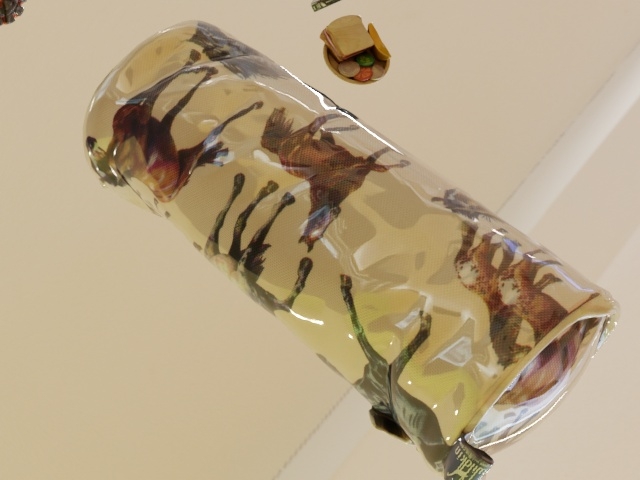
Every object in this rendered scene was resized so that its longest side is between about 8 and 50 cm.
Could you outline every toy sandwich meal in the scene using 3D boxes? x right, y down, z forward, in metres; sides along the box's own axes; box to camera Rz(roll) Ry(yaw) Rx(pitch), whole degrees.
[{"bbox_3d":[0.041,-0.212,0.991,0.086,0.029,0.085,5,-116,-10],"label":"toy sandwich meal"}]

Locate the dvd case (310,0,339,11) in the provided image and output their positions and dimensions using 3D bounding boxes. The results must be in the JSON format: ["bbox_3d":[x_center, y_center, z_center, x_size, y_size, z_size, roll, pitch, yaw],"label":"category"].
[{"bbox_3d":[0.050,-0.304,1.036,0.013,0.119,0.087,61,-158,-23],"label":"dvd case"}]

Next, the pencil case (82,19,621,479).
[{"bbox_3d":[0.000,0.000,0.662,0.410,0.160,0.183,38,-75,23],"label":"pencil case"}]

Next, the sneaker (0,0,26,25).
[{"bbox_3d":[-0.408,-0.267,0.867,0.225,0.093,0.088,21,-93,-44],"label":"sneaker"}]
